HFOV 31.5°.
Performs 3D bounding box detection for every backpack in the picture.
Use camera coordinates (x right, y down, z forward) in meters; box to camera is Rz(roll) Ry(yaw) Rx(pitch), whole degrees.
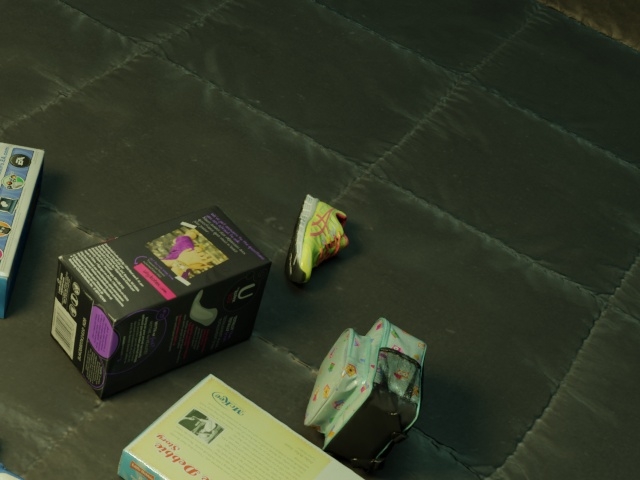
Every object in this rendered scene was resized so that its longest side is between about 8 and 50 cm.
[{"bbox_3d":[0.069,0.202,1.584,0.144,0.166,0.188,30,37,0],"label":"backpack"}]

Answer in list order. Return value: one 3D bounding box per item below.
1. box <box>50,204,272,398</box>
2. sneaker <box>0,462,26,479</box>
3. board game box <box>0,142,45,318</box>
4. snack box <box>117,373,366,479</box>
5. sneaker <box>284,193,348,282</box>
[{"bbox_3d":[-0.227,0.082,1.613,0.270,0.165,0.143,-20,52,-38],"label":"box"},{"bbox_3d":[-0.415,0.266,1.410,0.152,0.058,0.084,17,47,9],"label":"sneaker"},{"bbox_3d":[-0.589,-0.041,1.684,0.302,0.086,0.308,10,40,-9],"label":"board game box"},{"bbox_3d":[-0.079,0.323,1.469,0.322,0.060,0.187,32,41,17],"label":"snack box"},{"bbox_3d":[0.000,0.000,1.865,0.094,0.081,0.208,19,38,-3],"label":"sneaker"}]
